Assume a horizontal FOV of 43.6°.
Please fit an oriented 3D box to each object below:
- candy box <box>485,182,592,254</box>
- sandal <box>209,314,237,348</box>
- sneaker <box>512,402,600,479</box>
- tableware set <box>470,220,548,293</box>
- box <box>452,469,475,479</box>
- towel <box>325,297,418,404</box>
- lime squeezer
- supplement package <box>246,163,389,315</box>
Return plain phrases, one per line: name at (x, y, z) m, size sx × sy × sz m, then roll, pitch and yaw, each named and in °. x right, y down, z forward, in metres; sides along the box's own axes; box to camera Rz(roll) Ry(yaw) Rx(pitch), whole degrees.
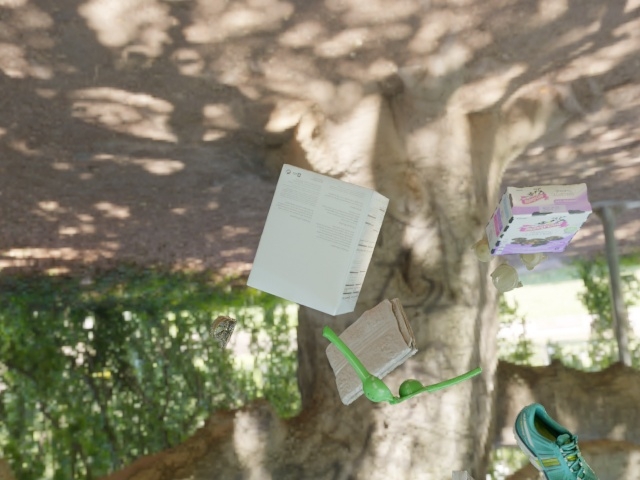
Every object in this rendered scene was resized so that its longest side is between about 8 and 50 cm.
candy box at (0.451, -0.042, 1.674) m, size 0.165 × 0.070 × 0.196 m, roll -3°, pitch 155°, yaw -3°
sandal at (-0.232, 0.203, 1.845) m, size 0.049 × 0.072 × 0.180 m, roll 23°, pitch 169°, yaw 11°
sneaker at (0.524, 0.474, 1.736) m, size 0.107 × 0.275 × 0.110 m, roll -20°, pitch 143°, yaw -30°
tableware set at (0.431, 0.030, 1.855) m, size 0.141 × 0.168 × 0.020 m, roll -44°, pitch 160°, yaw 28°
box at (0.352, 0.646, 1.945) m, size 0.038 × 0.145 × 0.186 m, roll -3°, pitch 156°, yaw 16°
towel at (0.130, 0.293, 2.143) m, size 0.049 × 0.187 × 0.282 m, roll 25°, pitch 122°, yaw -37°
lime squeezer at (0.142, 0.250, 1.459) m, size 0.310 × 0.110 × 0.059 m, roll 15°, pitch 144°, yaw -9°
supplement package at (0.000, 0.000, 1.690) m, size 0.199 × 0.262 × 0.198 m, roll 18°, pitch -178°, yaw 14°
